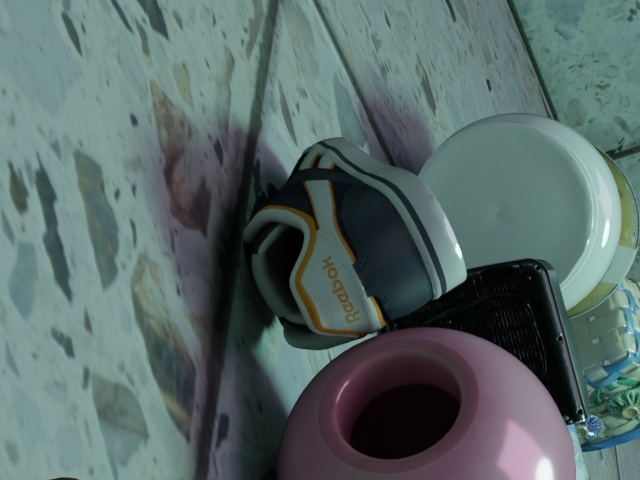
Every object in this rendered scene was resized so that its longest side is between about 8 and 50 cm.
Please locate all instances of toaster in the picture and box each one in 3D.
[{"bbox_3d":[0.153,0.103,1.507,0.110,0.168,0.185,-4,78,-76],"label":"toaster"}]

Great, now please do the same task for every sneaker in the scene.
[{"bbox_3d":[0.000,0.000,1.205,0.126,0.127,0.321,63,-8,-9],"label":"sneaker"}]

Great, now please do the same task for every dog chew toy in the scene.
[{"bbox_3d":[0.092,0.215,1.149,0.332,0.206,0.206,69,14,-45],"label":"dog chew toy"}]

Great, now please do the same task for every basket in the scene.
[{"bbox_3d":[0.379,0.170,2.060,0.289,0.255,0.201,23,48,-46],"label":"basket"}]

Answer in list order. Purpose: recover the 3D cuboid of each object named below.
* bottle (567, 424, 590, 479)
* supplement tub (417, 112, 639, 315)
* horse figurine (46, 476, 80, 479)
[{"bbox_3d":[0.276,0.318,1.821,0.118,0.092,0.283,-3,76,-76],"label":"bottle"},{"bbox_3d":[0.228,-0.021,1.766,0.316,0.228,0.228,8,65,-73],"label":"supplement tub"},{"bbox_3d":[-0.089,0.220,0.748,0.174,0.066,0.263,-28,102,-68],"label":"horse figurine"}]
